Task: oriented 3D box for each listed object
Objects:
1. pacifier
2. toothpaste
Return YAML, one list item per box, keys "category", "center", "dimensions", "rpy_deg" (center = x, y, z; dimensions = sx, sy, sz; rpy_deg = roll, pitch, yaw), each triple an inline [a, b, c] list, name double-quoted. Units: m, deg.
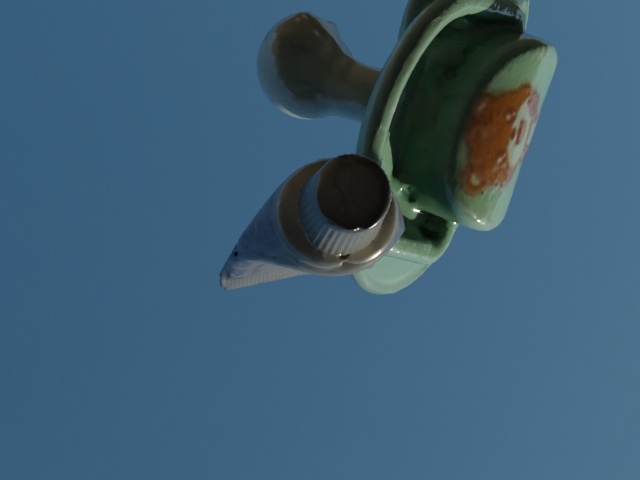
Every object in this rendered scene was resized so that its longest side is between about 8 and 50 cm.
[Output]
- category: "pacifier"
  center: [0.056, -0.129, 1.301]
  dimensions: [0.269, 0.343, 0.288]
  rpy_deg: [19, -173, 25]
- category: "toothpaste"
  center: [-0.002, -0.001, 0.903]
  dimensions: [0.099, 0.282, 0.068]
  rpy_deg: [21, -103, -2]
